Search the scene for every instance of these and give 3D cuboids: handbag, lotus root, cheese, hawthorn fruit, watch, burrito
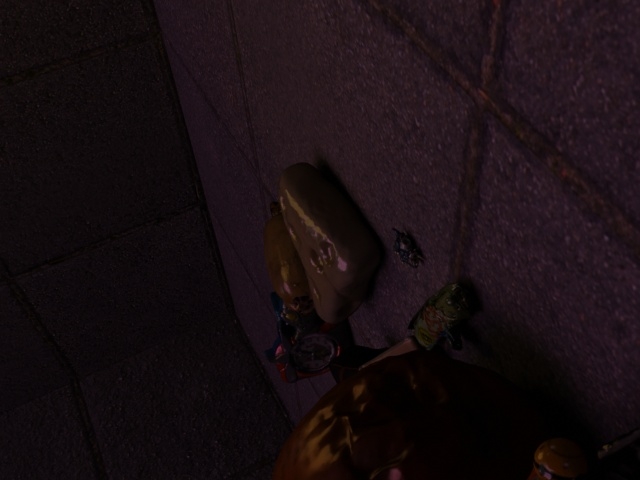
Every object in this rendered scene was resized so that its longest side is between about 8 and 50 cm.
[{"bbox_3d":[0.137,0.329,1.577,0.215,0.155,0.169,-5,110,56],"label":"handbag"},{"bbox_3d":[-0.067,0.031,1.849,0.169,0.151,0.342,60,-167,-55],"label":"lotus root"},{"bbox_3d":[0.000,0.000,1.619,0.328,0.130,0.351,58,161,21],"label":"cheese"},{"bbox_3d":[0.148,0.381,1.087,0.471,0.472,0.471,58,163,29],"label":"hawthorn fruit"},{"bbox_3d":[-0.062,0.221,2.032,0.274,0.241,0.305,-113,6,-66],"label":"watch"},{"bbox_3d":[0.215,0.150,1.239,0.104,0.054,0.288,62,164,17],"label":"burrito"}]

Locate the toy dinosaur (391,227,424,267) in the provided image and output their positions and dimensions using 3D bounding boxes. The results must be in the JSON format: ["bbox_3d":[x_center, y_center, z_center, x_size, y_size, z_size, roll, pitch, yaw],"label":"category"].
[{"bbox_3d":[0.156,0.013,1.288,0.083,0.031,0.047,58,162,27],"label":"toy dinosaur"}]

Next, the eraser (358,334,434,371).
[{"bbox_3d":[0.215,0.361,1.359,0.078,0.144,0.343,9,-132,-61],"label":"eraser"}]

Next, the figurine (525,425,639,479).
[{"bbox_3d":[0.289,0.379,0.801,0.196,0.323,0.320,39,150,62],"label":"figurine"}]
